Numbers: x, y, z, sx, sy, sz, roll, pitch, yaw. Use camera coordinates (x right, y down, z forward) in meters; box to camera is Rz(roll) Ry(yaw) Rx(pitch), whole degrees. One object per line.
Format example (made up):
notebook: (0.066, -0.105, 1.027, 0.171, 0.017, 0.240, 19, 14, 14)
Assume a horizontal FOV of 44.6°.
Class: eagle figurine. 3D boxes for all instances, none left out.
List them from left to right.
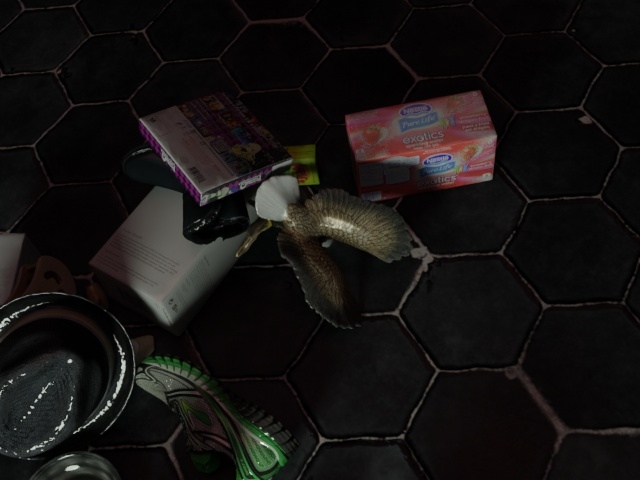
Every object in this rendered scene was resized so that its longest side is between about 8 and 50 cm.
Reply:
eagle figurine: (0.006, -0.001, 1.554, 0.298, 0.226, 0.225, 34, 36, 24)

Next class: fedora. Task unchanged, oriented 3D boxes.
fedora: (-0.487, 0.262, 1.369, 0.334, 0.334, 0.152, -18, 17, -5)

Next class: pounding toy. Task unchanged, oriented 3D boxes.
pounding toy: (-0.530, 0.110, 1.511, 0.155, 0.154, 0.269, -21, 6, 33)

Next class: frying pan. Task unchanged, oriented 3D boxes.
frying pan: (-0.481, 0.519, 1.360, 0.197, 0.053, 0.326, 33, 68, 25)

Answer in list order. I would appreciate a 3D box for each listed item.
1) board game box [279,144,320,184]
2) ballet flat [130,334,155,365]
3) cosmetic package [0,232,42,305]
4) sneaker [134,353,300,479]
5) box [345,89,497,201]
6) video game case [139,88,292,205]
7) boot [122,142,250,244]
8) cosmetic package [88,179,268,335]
board game box: (-0.096, -0.164, 1.734, 0.181, 0.092, 0.043, -2, 56, 6)
ballet flat: (-0.400, 0.236, 1.534, 0.168, 0.052, 0.057, -35, 59, -16)
cosmetic package: (-0.645, 0.109, 1.611, 0.086, 0.117, 0.231, -3, 58, 5)
sneaker: (-0.213, 0.322, 1.407, 0.344, 0.134, 0.146, 29, 69, 25)
box: (0.214, -0.202, 1.685, 0.300, 0.154, 0.142, -11, 56, 1)
video game case: (-0.205, -0.188, 1.521, 0.210, 0.041, 0.232, -26, 60, -30)
boot: (-0.265, -0.092, 1.522, 0.247, 0.094, 0.207, -3, 54, -6)
cosmetic package: (-0.274, -0.014, 1.621, 0.197, 0.155, 0.365, 27, 63, 21)
